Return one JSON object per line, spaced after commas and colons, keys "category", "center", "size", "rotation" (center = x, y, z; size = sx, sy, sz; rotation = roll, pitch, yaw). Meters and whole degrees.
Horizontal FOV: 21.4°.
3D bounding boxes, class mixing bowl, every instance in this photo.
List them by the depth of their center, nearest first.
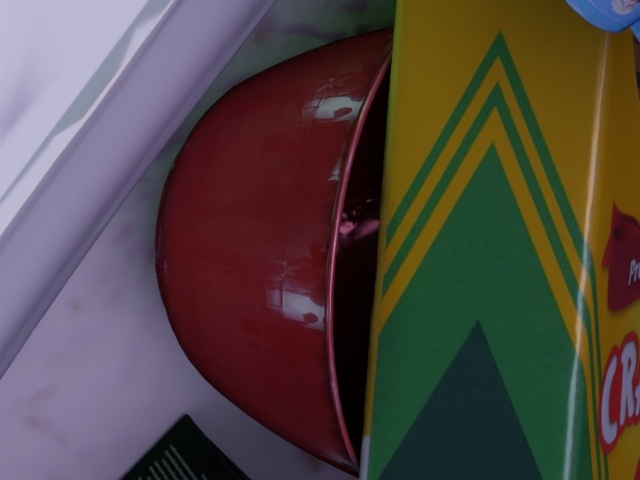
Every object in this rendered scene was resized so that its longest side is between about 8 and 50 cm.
{"category": "mixing bowl", "center": [0.000, 0.000, 0.651], "size": [0.098, 0.181, 0.181], "rotation": [7, 99, 25]}

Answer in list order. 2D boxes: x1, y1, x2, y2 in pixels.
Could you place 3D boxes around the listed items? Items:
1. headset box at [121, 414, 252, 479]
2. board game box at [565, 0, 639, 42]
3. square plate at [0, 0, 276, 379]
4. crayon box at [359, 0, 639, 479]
{"category": "headset box", "center": [-0.060, 0.263, 0.678], "size": [0.283, 0.131, 0.246], "rotation": [-44, 108, -6]}
{"category": "board game box", "center": [0.016, -0.259, 0.516], "size": [0.390, 0.390, 0.050], "rotation": [39, 127, -19]}
{"category": "square plate", "center": [-0.188, -0.114, 0.546], "size": [0.347, 0.049, 0.344], "rotation": [38, 86, -21]}
{"category": "crayon box", "center": [0.094, -0.018, 0.637], "size": [0.081, 0.202, 0.318], "rotation": [6, 95, 25]}
